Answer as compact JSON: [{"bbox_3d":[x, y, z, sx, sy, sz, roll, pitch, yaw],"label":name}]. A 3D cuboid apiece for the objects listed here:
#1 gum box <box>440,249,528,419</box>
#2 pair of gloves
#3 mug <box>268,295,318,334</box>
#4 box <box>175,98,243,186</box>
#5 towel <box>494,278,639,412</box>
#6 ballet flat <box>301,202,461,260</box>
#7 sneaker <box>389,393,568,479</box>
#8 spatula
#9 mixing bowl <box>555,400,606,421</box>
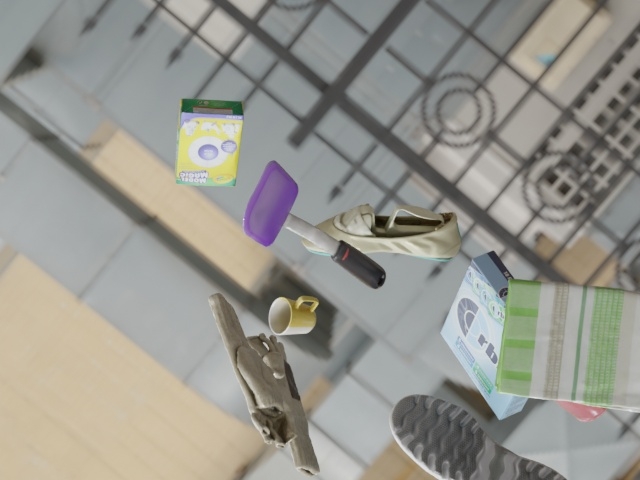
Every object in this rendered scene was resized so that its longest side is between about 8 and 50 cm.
[{"bbox_3d":[0.237,0.129,1.765,0.157,0.041,0.184,57,152,27],"label":"gum box"},{"bbox_3d":[-0.062,0.183,1.664,0.204,0.042,0.240,68,-173,30],"label":"pair of gloves"},{"bbox_3d":[-0.037,0.127,2.155,0.064,0.062,0.078,10,166,-38],"label":"mug"},{"bbox_3d":[-0.187,-0.152,2.178,0.105,0.179,0.043,2,-135,-9],"label":"box"},{"bbox_3d":[0.244,0.097,1.228,0.152,0.113,0.023,7,-179,0],"label":"towel"},{"bbox_3d":[0.096,-0.021,2.030,0.248,0.086,0.086,2,-169,-4],"label":"ballet flat"},{"bbox_3d":[0.215,0.324,1.872,0.281,0.105,0.115,33,160,5],"label":"sneaker"},{"bbox_3d":[0.000,0.000,1.502,0.030,0.084,0.296,21,171,40],"label":"spatula"},{"bbox_3d":[0.383,0.173,1.987,0.098,0.181,0.181,21,-169,-11],"label":"mixing bowl"}]
